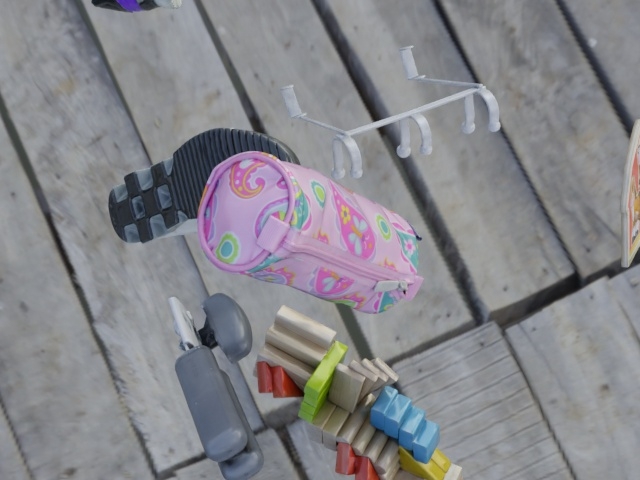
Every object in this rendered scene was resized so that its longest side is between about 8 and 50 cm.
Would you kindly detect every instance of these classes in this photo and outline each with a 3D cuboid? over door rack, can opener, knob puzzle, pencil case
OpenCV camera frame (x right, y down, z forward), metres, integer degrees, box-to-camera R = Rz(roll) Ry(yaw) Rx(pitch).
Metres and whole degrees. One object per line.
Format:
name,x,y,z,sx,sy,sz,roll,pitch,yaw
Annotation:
over door rack,0.104,-0.191,1.568,0.239,0.324,0.108,-20,117,-11
can opener,-0.106,0.141,1.118,0.095,0.283,0.076,-31,124,-3
knob puzzle,0.473,-0.082,1.486,0.030,0.213,0.213,6,76,29
pencil case,0.000,0.000,1.030,0.124,0.284,0.124,-9,72,30

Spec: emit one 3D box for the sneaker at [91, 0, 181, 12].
sneaker,-0.273,-0.395,1.206,0.146,0.293,0.102,-6,39,13

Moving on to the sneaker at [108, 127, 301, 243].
sneaker,-0.121,-0.074,1.303,0.146,0.330,0.122,-11,91,-46

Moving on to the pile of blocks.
pile of blocks,0.050,0.247,1.350,0.362,0.149,0.112,41,53,-7
